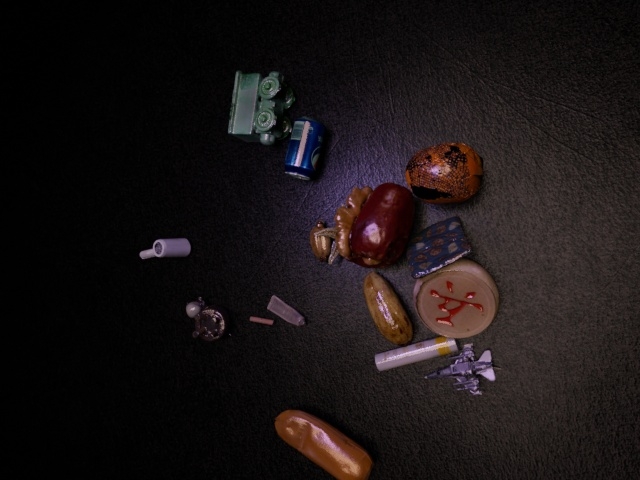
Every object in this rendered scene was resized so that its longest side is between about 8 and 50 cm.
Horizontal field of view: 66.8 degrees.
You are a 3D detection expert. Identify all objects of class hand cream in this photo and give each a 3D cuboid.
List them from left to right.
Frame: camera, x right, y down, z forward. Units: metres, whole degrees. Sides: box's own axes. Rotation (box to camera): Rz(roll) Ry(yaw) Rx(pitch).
[{"bbox_3d":[-0.118,0.256,1.720,0.165,0.037,0.057,29,97,28],"label":"hand cream"}]

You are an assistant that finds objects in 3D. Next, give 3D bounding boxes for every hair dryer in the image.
[{"bbox_3d":[-0.633,0.037,1.888,0.236,0.131,0.073,-8,86,34],"label":"hair dryer"}]

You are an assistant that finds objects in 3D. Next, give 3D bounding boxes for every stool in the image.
[{"bbox_3d":[-0.421,0.289,1.783,0.217,0.121,0.125,39,101,14],"label":"stool"}]

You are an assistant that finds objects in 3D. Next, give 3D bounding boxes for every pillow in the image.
[{"bbox_3d":[0.347,0.014,1.459,0.189,0.255,0.034,-24,114,17],"label":"pillow"}]

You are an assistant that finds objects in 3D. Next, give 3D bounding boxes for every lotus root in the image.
[{"bbox_3d":[0.000,0.000,1.671,0.072,0.063,0.152,-3,86,9],"label":"lotus root"},{"bbox_3d":[0.210,0.223,1.561,0.110,0.097,0.258,-35,71,18],"label":"lotus root"}]

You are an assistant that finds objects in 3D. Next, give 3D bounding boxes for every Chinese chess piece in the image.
[{"bbox_3d":[0.401,0.170,1.444,0.250,0.103,0.249,7,114,15],"label":"Chinese chess piece"}]

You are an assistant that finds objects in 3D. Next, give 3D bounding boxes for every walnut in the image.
[{"bbox_3d":[0.164,-0.053,1.535,0.244,0.222,0.269,18,76,-2],"label":"walnut"}]

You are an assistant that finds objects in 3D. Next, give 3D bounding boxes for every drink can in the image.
[{"bbox_3d":[-0.055,-0.318,1.687,0.118,0.118,0.205,15,92,21],"label":"drink can"}]

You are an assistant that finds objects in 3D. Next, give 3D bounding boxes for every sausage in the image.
[{"bbox_3d":[0.006,0.667,1.596,0.354,0.116,0.134,28,110,23],"label":"sausage"}]

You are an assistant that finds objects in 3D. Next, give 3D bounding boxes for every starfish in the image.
[{"bbox_3d":[0.063,-0.019,1.634,0.176,0.053,0.208,8,89,-17],"label":"starfish"}]

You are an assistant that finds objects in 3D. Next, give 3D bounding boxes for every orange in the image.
[{"bbox_3d":[0.371,-0.201,1.457,0.234,0.234,0.182,0,102,21],"label":"orange"}]

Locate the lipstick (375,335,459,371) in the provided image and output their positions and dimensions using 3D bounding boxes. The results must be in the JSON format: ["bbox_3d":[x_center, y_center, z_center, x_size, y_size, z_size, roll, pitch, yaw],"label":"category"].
[{"bbox_3d":[0.301,0.356,1.535,0.264,0.059,0.059,-20,79,18],"label":"lipstick"}]

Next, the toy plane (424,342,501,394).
[{"bbox_3d":[0.425,0.394,1.475,0.234,0.082,0.160,-13,55,19],"label":"toy plane"}]

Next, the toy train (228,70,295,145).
[{"bbox_3d":[-0.208,-0.475,1.742,0.202,0.145,0.266,7,88,24],"label":"toy train"}]

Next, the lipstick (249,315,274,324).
[{"bbox_3d":[-0.211,0.290,1.754,0.094,0.019,0.019,7,89,21],"label":"lipstick"}]

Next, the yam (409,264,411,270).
[{"bbox_3d":[0.364,0.086,1.527,0.169,0.068,0.068,18,93,20],"label":"yam"}]
